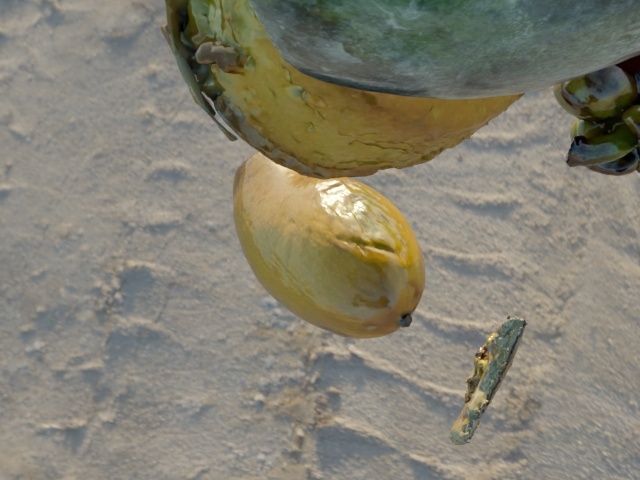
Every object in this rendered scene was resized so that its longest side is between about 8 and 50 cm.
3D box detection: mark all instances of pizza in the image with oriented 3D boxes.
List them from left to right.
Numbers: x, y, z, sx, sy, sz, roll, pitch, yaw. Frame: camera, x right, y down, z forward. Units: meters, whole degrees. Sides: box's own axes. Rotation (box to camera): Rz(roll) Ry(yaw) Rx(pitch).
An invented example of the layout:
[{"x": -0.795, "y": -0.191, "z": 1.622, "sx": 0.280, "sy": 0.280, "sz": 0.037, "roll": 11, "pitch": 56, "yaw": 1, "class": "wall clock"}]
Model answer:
[{"x": 0.232, "y": 0.177, "z": 1.288, "sx": 0.052, "sy": 0.185, "sz": 0.195, "roll": 26, "pitch": 123, "yaw": 12, "class": "pizza"}]

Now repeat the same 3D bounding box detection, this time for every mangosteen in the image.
[{"x": 0.345, "y": -0.158, "z": 0.972, "sx": 0.258, "sy": 0.215, "sz": 0.215, "roll": -31, "pitch": 53, "yaw": -19, "class": "mangosteen"}]

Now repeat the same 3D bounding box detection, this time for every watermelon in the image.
[{"x": 0.076, "y": -0.171, "z": 0.428, "sx": 0.320, "sy": 0.289, "sz": 0.213, "roll": -13, "pitch": 79, "yaw": -22, "class": "watermelon"}]

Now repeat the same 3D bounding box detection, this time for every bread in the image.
[{"x": 0.044, "y": -0.232, "z": 0.801, "sx": 0.204, "sy": 0.358, "sz": 0.336, "roll": -16, "pitch": 88, "yaw": 57, "class": "bread"}]

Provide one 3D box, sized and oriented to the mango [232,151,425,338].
[{"x": -0.003, "y": 0.003, "z": 1.182, "sx": 0.359, "sy": 0.144, "sz": 0.186, "roll": 33, "pitch": 107, "yaw": 45, "class": "mango"}]
